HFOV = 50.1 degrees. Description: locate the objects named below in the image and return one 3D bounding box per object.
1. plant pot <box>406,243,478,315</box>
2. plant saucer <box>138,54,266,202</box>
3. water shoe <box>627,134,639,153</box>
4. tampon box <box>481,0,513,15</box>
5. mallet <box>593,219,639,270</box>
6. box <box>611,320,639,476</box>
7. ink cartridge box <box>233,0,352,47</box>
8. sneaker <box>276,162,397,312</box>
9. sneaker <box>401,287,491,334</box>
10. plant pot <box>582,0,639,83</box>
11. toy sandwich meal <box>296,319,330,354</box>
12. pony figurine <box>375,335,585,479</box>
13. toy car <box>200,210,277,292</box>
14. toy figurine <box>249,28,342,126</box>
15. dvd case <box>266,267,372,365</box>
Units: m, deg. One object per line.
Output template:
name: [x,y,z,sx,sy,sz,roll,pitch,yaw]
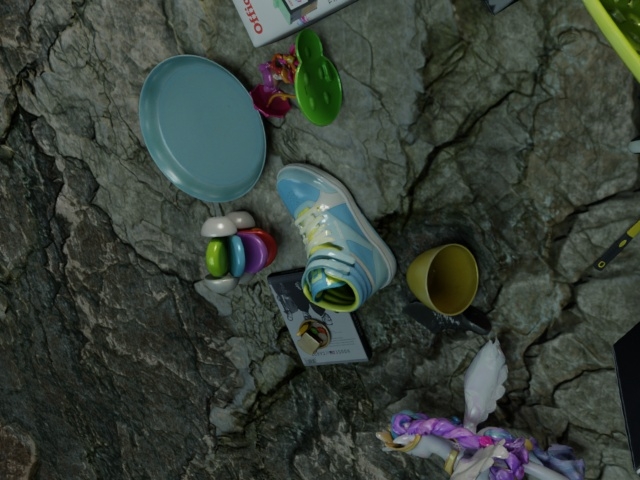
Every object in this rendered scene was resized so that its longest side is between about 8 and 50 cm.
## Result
plant pot: [0.219,0.071,1.302,0.095,0.134,0.134,4,120,56]
plant saucer: [-0.242,-0.234,1.437,0.317,0.044,0.317,13,121,22]
water shoe: [0.551,-0.193,1.009,0.203,0.073,0.080,-23,82,31]
tampon box: [0.281,-0.407,0.973,0.120,0.161,0.101,-35,95,37]
mallet: [0.512,-0.021,1.136,0.062,0.039,0.189,41,132,2]
box: [0.744,0.198,0.888,0.472,0.297,0.480,33,123,-3]
ink cartridge box: [-0.026,-0.472,1.138,0.278,0.117,0.201,-16,107,35]
sneaker: [0.000,0.000,1.323,0.319,0.208,0.127,47,129,0]
sneaker: [0.251,0.156,1.369,0.170,0.051,0.089,33,127,16]
plant pot: [0.511,-0.291,0.855,0.228,0.207,0.227,-42,67,38]
toy sandwich meal: [-0.019,0.215,1.525,0.085,0.029,0.085,13,121,22]
pony figurine: [0.328,0.412,1.354,0.363,0.303,0.351,28,136,-5]
toy car: [-0.166,0.024,1.451,0.136,0.182,0.159,4,102,23]
toy figurine: [-0.066,-0.291,1.267,0.159,0.130,0.173,1,115,39]
dvd case: [-0.003,0.171,1.531,0.179,0.029,0.238,-11,111,33]
